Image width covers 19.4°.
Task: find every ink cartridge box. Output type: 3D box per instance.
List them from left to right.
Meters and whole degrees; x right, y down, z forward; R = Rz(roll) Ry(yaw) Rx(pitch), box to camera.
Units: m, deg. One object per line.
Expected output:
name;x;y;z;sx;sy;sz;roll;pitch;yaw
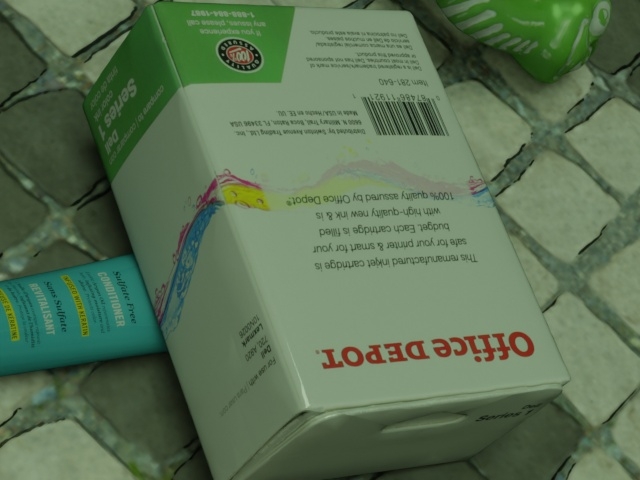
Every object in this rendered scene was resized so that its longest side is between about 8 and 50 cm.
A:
ink cartridge box;0.000;0.000;1.141;0.201;0.117;0.278;-3;61;-36

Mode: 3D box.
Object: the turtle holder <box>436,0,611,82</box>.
turtle holder;0.132;-0.301;1.325;0.227;0.243;0.320;-1;50;-42

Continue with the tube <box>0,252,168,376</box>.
tube;-0.133;0.043;1.127;0.207;0.052;0.080;-10;73;-34
